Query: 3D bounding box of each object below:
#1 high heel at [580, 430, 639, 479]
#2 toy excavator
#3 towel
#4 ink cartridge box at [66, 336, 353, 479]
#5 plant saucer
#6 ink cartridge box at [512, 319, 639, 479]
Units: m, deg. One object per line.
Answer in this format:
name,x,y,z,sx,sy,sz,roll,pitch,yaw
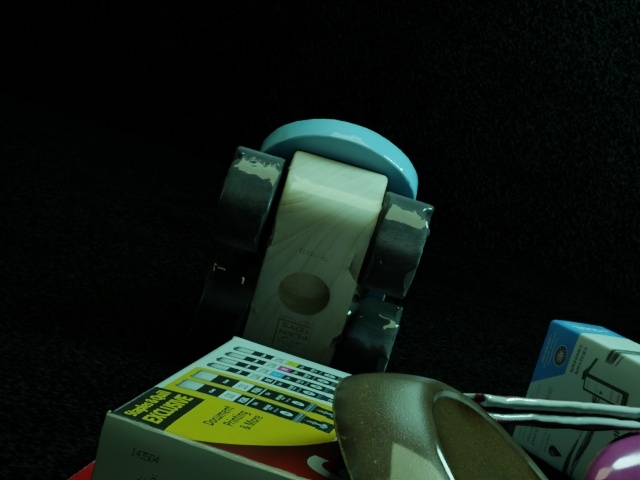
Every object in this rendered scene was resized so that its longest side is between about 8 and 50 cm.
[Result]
high heel,0.378,0.252,1.490,0.181,0.127,0.377,13,2,39
toy excavator,0.000,0.000,1.965,0.222,0.433,0.445,17,36,1
towel,0.098,0.159,1.508,0.237,0.037,0.329,8,-9,-43
ink cartridge box,-0.057,0.169,1.180,0.272,0.130,0.309,18,9,9
plant saucer,0.123,0.200,1.045,0.310,0.050,0.310,49,15,-17
ink cartridge box,0.314,0.187,1.737,0.086,0.148,0.203,12,9,-37
